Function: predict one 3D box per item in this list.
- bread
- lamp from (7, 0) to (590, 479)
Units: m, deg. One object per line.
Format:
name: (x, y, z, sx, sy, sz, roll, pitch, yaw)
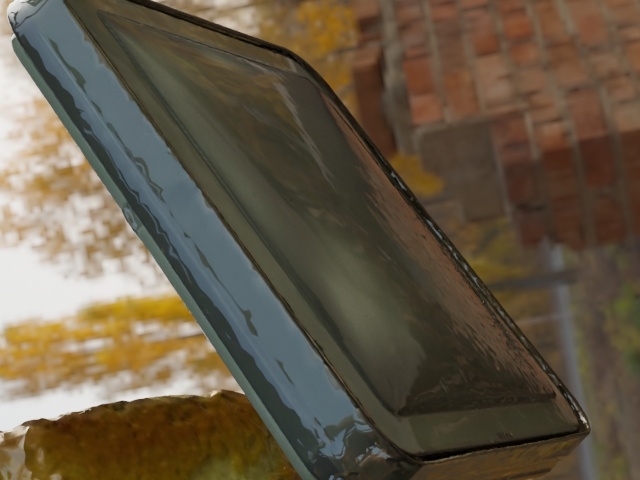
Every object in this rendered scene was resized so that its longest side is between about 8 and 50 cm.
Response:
bread: (-0.115, 0.172, 0.847, 0.268, 0.268, 0.145, 62, -171, -71)
lamp: (0.000, 0.000, 0.771, 0.266, 0.047, 0.269, 55, -162, 18)
